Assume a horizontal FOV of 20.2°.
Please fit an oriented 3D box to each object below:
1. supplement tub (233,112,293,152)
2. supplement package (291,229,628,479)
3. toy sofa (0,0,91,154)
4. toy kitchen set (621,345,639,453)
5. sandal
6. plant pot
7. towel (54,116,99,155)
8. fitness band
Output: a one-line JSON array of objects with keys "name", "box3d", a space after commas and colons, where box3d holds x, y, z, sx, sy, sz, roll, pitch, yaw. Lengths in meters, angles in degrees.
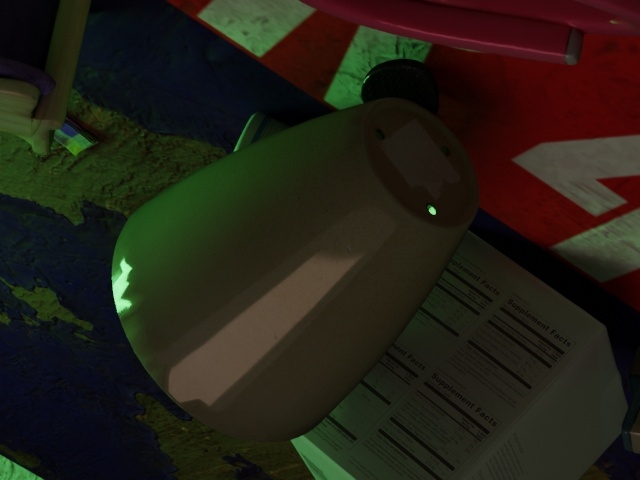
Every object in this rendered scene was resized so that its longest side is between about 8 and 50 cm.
[{"name": "supplement tub", "box3d": [-0.028, -0.071, 1.712, 0.107, 0.071, 0.071, 25, 156, 3]}, {"name": "supplement package", "box3d": [0.133, 0.170, 1.743, 0.198, 0.262, 0.199, 37, 165, 33]}, {"name": "toy sofa", "box3d": [-0.391, -0.202, 1.587, 0.362, 0.150, 0.177, 12, 165, -6]}, {"name": "toy kitchen set", "box3d": [0.327, 0.156, 1.703, 0.122, 0.166, 0.207, 14, 153, 25]}, {"name": "sandal", "box3d": [0.073, -0.115, 1.561, 0.067, 0.040, 0.179, 20, 157, 11]}, {"name": "plant pot", "box3d": [0.000, 0.000, 1.547, 0.256, 0.256, 0.274, 34, 132, -19]}, {"name": "towel", "box3d": [-0.284, -0.122, 1.936, 0.083, 0.009, 0.060, 36, 153, -21]}, {"name": "fitness band", "box3d": [0.102, -0.183, 1.277, 0.290, 0.054, 0.209, 11, 175, 15]}]
